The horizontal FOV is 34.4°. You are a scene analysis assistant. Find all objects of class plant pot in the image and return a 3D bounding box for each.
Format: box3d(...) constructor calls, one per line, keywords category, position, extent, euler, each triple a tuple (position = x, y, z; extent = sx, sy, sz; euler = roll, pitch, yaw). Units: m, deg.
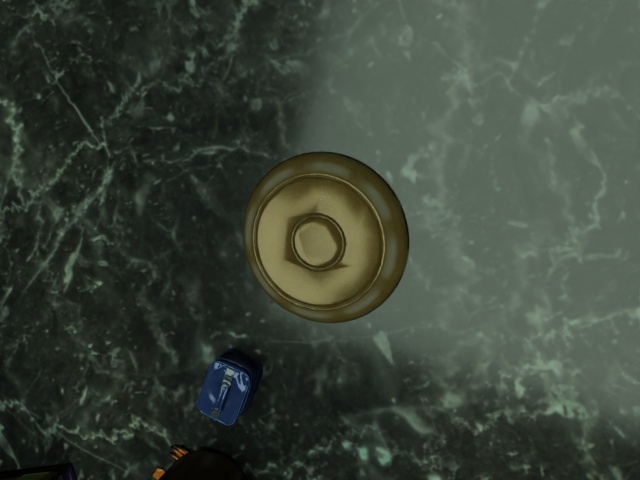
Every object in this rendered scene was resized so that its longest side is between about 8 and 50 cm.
box3d(category="plant pot", position=(0.000, 0.000, 1.387), extent=(0.236, 0.032, 0.236), euler=(3, 101, 18))
box3d(category="plant pot", position=(-0.182, 0.384, 1.445), extent=(0.167, 0.165, 0.167), euler=(3, 106, 10))

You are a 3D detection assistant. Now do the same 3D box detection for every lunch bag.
box3d(category="lunch bag", position=(-0.131, 0.210, 1.454), extent=(0.067, 0.065, 0.098), euler=(23, 107, 13))

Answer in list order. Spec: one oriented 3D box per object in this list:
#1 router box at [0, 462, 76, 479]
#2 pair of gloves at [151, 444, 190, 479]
box3d(category="router box", position=(-0.552, 0.429, 1.544), extent=(0.309, 0.243, 0.081), euler=(-11, 97, 19))
box3d(category="pair of gloves", position=(-0.208, 0.348, 1.536), extent=(0.074, 0.010, 0.083), euler=(37, 110, 8))
